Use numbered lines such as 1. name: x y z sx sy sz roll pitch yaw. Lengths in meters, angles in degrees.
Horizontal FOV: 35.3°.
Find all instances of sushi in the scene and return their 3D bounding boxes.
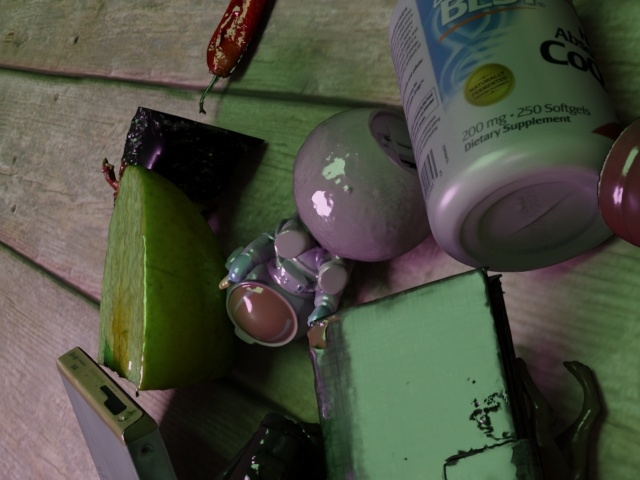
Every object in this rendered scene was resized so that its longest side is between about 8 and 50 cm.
1. sushi: -0.187 -0.078 1.236 0.172 0.153 0.151 21 99 49

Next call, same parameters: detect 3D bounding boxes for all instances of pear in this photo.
1. pear: -0.167 0.034 1.107 0.288 0.139 0.239 176 89 -70

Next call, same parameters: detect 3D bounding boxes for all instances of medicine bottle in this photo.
1. medicine bottle: 0.142 -0.130 0.813 0.157 0.157 0.289 -38 45 36

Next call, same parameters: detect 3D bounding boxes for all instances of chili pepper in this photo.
1. chili pepper: -0.102 -0.288 1.312 0.268 0.050 0.059 -61 20 9

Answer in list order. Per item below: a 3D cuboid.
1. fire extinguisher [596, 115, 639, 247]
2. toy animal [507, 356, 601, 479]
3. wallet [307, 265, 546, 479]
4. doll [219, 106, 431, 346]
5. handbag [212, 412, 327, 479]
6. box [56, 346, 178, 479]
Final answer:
1. fire extinguisher: 0.311 0.031 0.571 0.344 0.102 0.138 39 137 53
2. toy animal: 0.103 0.177 0.766 0.214 0.093 0.186 -5 77 43
3. wallet: 0.079 0.187 0.705 0.169 0.044 0.317 -21 65 29
4. doll: 0.000 0.000 0.964 0.287 0.150 0.151 -49 39 36
5. handbag: -0.069 0.270 0.850 0.285 0.113 0.257 76 -143 -80
6. box: -0.203 0.238 1.075 0.270 0.045 0.211 15 126 62
